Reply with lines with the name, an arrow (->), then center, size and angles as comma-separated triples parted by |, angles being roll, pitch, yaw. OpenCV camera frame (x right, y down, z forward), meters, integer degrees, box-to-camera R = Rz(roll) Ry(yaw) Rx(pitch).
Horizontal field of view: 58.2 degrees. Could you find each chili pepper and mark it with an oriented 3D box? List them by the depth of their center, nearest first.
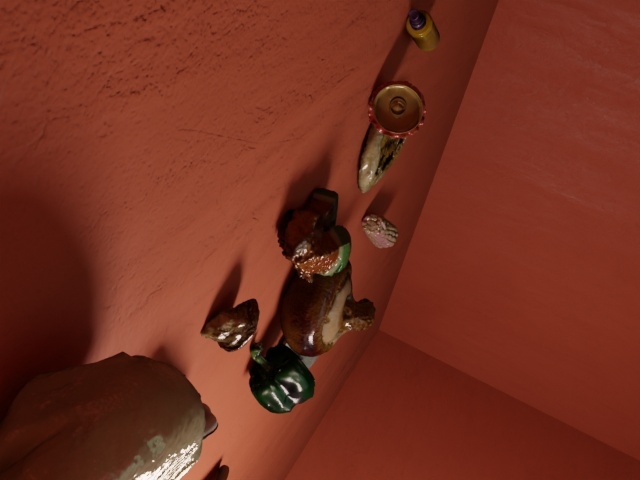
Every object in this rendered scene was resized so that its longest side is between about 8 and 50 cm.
chili pepper -> -0.132, 0.389, 1.715 | 0.173, 0.261, 0.165 | -31, -160, 9

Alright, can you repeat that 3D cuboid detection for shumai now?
shumai -> -0.198, 0.182, 1.312 | 0.105, 0.139, 0.123 | 55, 24, -38

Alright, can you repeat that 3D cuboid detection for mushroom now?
mushroom -> 0.033, 0.201, 1.775 | 0.345, 0.259, 0.346 | 15, 90, -76

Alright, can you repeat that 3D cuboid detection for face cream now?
face cream -> 0.299, -0.631, 1.704 | 0.078, 0.078, 0.273 | -68, 164, 12

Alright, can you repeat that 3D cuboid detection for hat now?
hat -> -0.362, 0.813, 1.828 | 0.173, 0.144, 0.166 | -119, -144, -51

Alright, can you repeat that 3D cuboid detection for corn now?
corn -> 0.244, -0.047, 2.394 | 0.127, 0.126, 0.335 | -64, 161, -3

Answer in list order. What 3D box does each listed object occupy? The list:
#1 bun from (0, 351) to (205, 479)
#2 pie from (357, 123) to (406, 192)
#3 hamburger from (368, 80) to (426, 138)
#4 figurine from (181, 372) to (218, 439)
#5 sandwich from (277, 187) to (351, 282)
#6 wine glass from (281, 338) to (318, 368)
bun -> -0.331, 0.298, 0.787 | 0.365, 0.219, 0.365 | -44, 165, -15
pie -> 0.210, -0.310, 1.916 | 0.339, 0.077, 0.339 | -56, 163, -27
hamburger -> 0.225, -0.383, 1.702 | 0.137, 0.175, 0.175 | -62, 176, -83
figurine -> -0.309, 0.335, 1.192 | 0.250, 0.166, 0.141 | -172, -111, -81
sandwich -> 0.000, 0.000, 1.499 | 0.301, 0.162, 0.251 | -25, 125, -69
wine glass -> -0.024, 0.313, 1.993 | 0.321, 0.143, 0.143 | -55, 162, -34
